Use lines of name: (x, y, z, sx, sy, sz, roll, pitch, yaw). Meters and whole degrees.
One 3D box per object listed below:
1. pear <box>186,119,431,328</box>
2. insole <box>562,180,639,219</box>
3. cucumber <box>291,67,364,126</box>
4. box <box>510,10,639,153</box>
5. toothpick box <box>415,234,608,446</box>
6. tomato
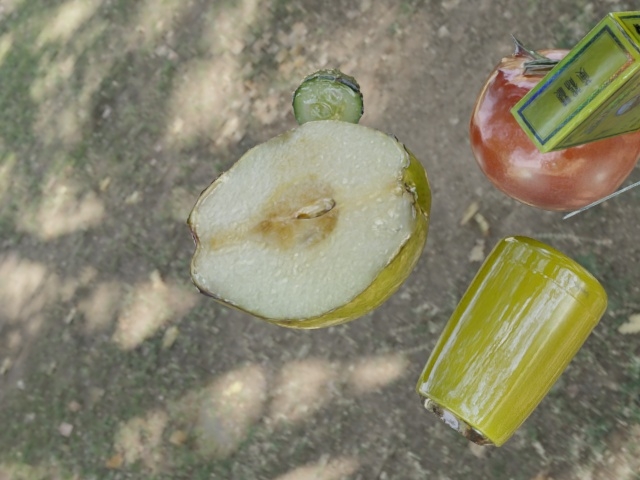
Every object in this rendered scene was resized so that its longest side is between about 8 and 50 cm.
pear: (0.000, 0.000, 1.734, 0.387, 0.191, 0.340, -13, 60, 20)
insole: (0.389, -0.066, 1.384, 0.197, 0.065, 0.004, -24, 85, -13)
cucumber: (0.018, -0.270, 2.089, 0.134, 0.134, 0.244, -42, 11, 12)
box: (0.304, -0.162, 1.101, 0.141, 0.220, 0.064, -45, 69, 36)
toothpick box: (0.251, 0.143, 1.495, 0.175, 0.175, 0.271, 27, 79, 46)
tomato: (0.336, -0.162, 1.556, 0.256, 0.256, 0.224, 47, 139, 46)
